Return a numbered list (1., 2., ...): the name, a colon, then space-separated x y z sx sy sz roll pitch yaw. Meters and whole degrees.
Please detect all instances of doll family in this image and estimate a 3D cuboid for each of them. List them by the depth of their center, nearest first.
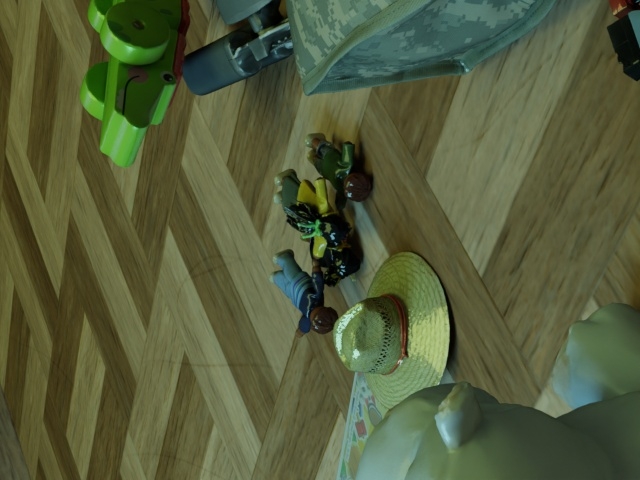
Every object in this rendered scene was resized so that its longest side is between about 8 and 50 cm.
1. doll family: 0.000 0.000 1.465 0.111 0.076 0.193 44 143 48

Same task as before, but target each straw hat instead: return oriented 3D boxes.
1. straw hat: 0.045 0.081 1.360 0.144 0.061 0.144 -4 86 60

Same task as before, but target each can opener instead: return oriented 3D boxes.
1. can opener: -0.072 -0.206 1.525 0.095 0.076 0.283 63 159 -8

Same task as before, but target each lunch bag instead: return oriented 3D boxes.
1. lunch bag: 0.071 -0.250 1.068 0.287 0.169 0.235 150 109 -71

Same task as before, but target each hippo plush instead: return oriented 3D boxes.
1. hippo plush: 0.153 0.176 0.952 0.294 0.237 0.234 -164 67 -65

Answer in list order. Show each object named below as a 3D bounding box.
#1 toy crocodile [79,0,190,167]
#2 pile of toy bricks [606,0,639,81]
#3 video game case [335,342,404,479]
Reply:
1. toy crocodile: -0.175 -0.213 1.611 0.340 0.105 0.115 -92 21 -43
2. pile of toy bricks: 0.237 -0.086 0.852 0.105 0.118 0.212 -33 54 31
3. video game case: 0.072 0.233 1.438 0.206 0.026 0.227 -124 33 -44
